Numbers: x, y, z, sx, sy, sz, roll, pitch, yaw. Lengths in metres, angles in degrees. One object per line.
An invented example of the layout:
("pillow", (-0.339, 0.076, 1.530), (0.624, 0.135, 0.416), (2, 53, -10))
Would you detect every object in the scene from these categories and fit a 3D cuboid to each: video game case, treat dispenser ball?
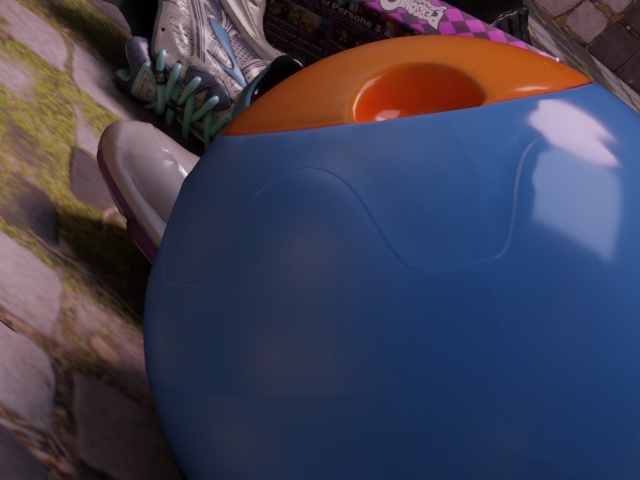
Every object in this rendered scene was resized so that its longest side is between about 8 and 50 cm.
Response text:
("video game case", (0.059, -0.130, 1.330), (0.232, 0.042, 0.210), (28, -25, 7))
("treat dispenser ball", (0.057, 0.042, 0.820), (0.288, 0.288, 0.288), (39, 18, -15))

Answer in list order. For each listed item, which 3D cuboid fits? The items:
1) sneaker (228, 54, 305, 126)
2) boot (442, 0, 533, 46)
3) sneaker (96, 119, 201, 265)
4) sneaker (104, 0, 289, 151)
("sneaker", (-0.043, -0.056, 1.095), (0.063, 0.073, 0.162), (15, 61, -8))
("boot", (0.073, -0.139, 1.524), (0.131, 0.348, 0.260), (7, -71, 65))
("sneaker", (0.000, 0.000, 1.009), (0.305, 0.152, 0.114), (36, 7, -28))
("sneaker", (-0.083, -0.107, 1.207), (0.122, 0.110, 0.283), (-15, 66, -34))
